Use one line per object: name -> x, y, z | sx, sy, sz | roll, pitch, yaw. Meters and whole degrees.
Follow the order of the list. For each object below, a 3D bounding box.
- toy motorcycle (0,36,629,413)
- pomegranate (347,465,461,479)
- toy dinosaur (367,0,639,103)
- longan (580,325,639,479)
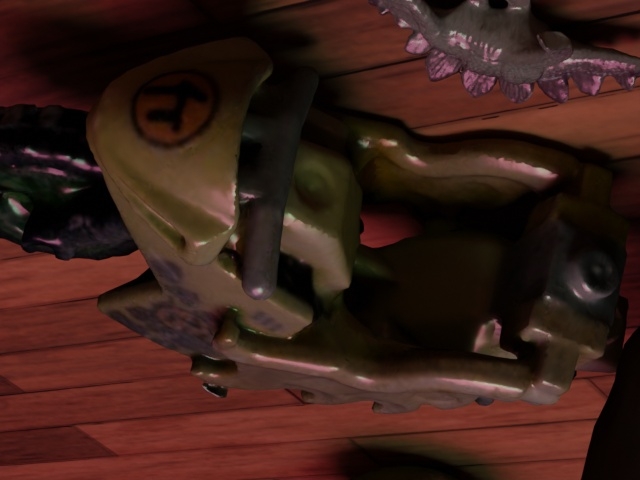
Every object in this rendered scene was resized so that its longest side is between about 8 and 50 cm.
toy motorcycle -> 0.000, 0.000, 1.126 | 0.410, 0.169, 0.237 | 20, 158, -22
pomegranate -> 0.096, 0.269, 1.579 | 0.225, 0.187, 0.187 | -5, 157, -18
toy dinosaur -> 0.111, -0.098, 1.015 | 0.209, 0.039, 0.082 | 20, 157, 12
longan -> 0.305, 0.169, 1.098 | 0.361, 0.361, 0.361 | 11, 152, 6
